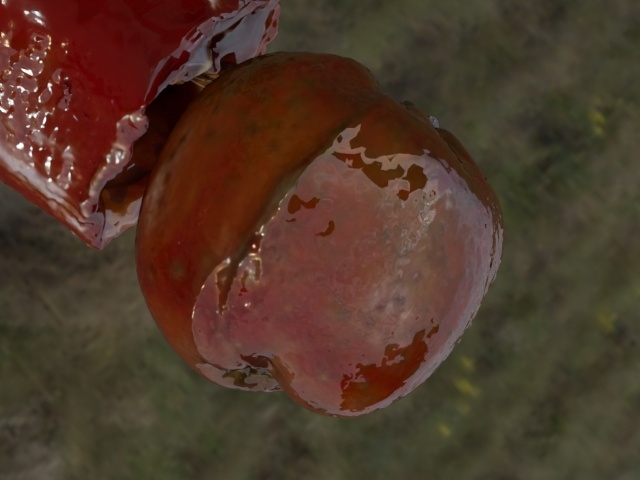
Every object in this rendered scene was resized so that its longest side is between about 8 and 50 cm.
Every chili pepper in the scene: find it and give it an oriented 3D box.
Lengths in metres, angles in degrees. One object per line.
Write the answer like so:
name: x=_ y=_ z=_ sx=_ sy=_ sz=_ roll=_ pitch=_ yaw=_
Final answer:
chili pepper: x=-0.182 y=-0.146 z=0.706 sx=0.131 sy=0.338 sz=0.134 roll=-51 pitch=173 yaw=-42

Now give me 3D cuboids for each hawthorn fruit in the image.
hawthorn fruit: x=0.000 y=0.000 z=0.574 sx=0.128 sy=0.128 sz=0.128 roll=-35 pitch=158 yaw=-17
